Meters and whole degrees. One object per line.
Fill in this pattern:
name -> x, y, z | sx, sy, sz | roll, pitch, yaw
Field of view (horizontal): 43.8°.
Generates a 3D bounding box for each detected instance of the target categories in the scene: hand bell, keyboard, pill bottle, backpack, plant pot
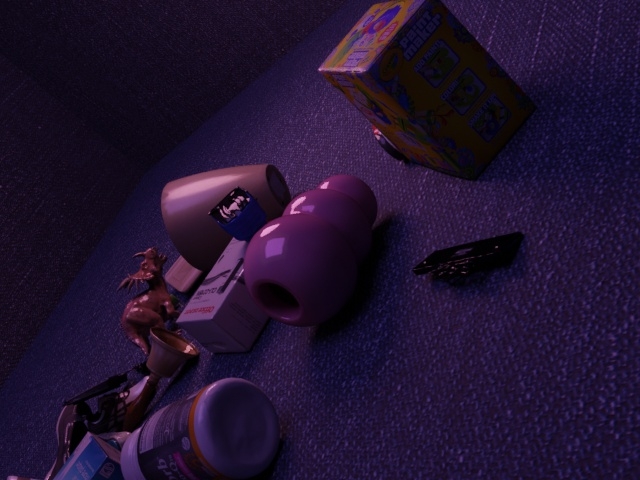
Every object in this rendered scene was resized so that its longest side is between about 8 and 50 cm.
hand bell -> -0.392, 0.336, 1.846 | 0.242, 0.126, 0.126 | -62, 20, 3
keyboard -> -0.510, 0.351, 1.955 | 0.201, 0.033, 0.317 | -28, -2, -9
pill bottle -> -0.209, 0.341, 1.330 | 0.278, 0.162, 0.162 | -32, 26, 40
backpack -> -0.163, -0.051, 1.695 | 0.098, 0.101, 0.120 | -50, 25, -3
keyboard -> 0.216, 0.036, 1.203 | 0.100, 0.038, 0.192 | -34, 9, -33
plant pot -> -0.224, -0.088, 2.054 | 0.274, 0.256, 0.256 | -23, 29, 20

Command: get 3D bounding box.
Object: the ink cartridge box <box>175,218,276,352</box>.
ink cartridge box -> -0.169, 0.102, 1.738 | 0.197, 0.114, 0.273 | -13, 41, 57

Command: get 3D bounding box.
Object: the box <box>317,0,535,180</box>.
box -> 0.183, -0.280, 1.458 | 0.177, 0.279, 0.290 | -50, 21, -1

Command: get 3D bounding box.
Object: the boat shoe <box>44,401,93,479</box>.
boat shoe -> -0.573, 0.498, 1.897 | 0.095, 0.112, 0.335 | -30, 29, 14

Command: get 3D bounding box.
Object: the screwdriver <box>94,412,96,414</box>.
screwdriver -> -0.633, 0.515, 2.095 | 0.170, 0.024, 0.025 | -47, -8, 10

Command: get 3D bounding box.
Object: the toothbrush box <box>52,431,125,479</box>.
toothbrush box -> -0.483, 0.553, 1.568 | 0.296, 0.126, 0.216 | -56, 21, -14

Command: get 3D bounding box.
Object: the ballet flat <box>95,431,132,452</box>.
ballet flat -> -0.474, 0.466, 1.833 | 0.052, 0.057, 0.168 | -29, 9, -38

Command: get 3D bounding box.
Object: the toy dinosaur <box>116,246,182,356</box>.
toy dinosaur -> -0.462, 0.180, 2.079 | 0.127, 0.200, 0.296 | -34, 26, 36

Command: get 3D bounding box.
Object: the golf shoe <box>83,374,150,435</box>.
golf shoe -> -0.479, 0.389, 1.899 | 0.198, 0.094, 0.077 | -49, 19, -4

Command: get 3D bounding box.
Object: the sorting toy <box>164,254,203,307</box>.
sorting toy -> -0.358, 0.068, 2.293 | 0.348, 0.047, 0.196 | -53, 25, -9

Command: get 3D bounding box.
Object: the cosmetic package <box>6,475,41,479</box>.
cosmetic package -> -0.476, 0.595, 1.244 | 0.217, 0.156, 0.385 | -123, 52, -69

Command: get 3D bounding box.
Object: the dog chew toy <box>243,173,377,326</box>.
dog chew toy -> 0.000, 0.000, 1.470 | 0.206, 0.206, 0.332 | -26, 23, 47

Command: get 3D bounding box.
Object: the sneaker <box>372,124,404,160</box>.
sneaker -> 0.195, -0.287, 1.718 | 0.145, 0.090, 0.270 | -41, 19, 28
